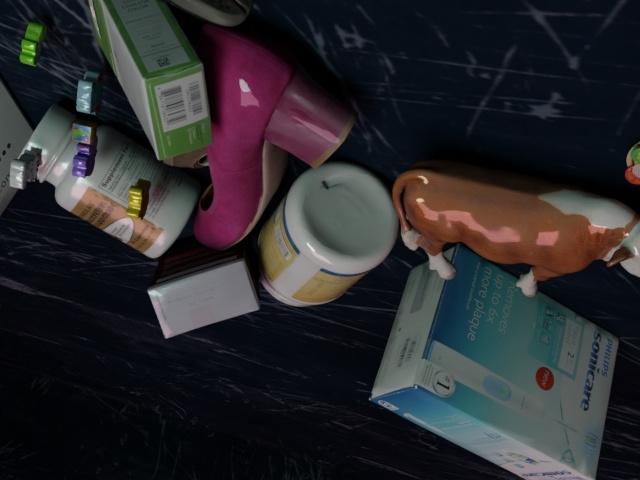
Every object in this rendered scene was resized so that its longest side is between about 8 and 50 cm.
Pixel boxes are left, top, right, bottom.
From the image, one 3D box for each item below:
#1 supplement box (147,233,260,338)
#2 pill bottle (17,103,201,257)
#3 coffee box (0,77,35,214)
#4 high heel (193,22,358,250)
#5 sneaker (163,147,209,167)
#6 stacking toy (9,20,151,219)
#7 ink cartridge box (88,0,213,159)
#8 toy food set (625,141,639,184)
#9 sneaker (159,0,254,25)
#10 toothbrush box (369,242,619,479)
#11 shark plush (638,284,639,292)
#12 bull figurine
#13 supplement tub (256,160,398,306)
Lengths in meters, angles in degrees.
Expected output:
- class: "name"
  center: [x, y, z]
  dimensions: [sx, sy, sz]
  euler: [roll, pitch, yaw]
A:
- class: "supplement box"
  center: [-0.156, 0.044, 1.064]
  dimensions: [0.130, 0.239, 0.073]
  euler: [-17, 106, 0]
- class: "pill bottle"
  center: [-0.295, -0.084, 1.064]
  dimensions: [0.229, 0.131, 0.131]
  euler: [33, 151, -20]
- class: "coffee box"
  center: [-0.650, -0.134, 1.006]
  dimensions: [0.338, 0.338, 0.334]
  euler: [15, 152, 14]
- class: "high heel"
  center: [-0.118, -0.113, 0.912]
  dimensions: [0.181, 0.127, 0.377]
  euler: [34, 143, -14]
- class: "sneaker"
  center: [-0.155, -0.147, 0.943]
  dimensions: [0.071, 0.066, 0.188]
  euler: [8, 160, -10]
- class: "stacking toy"
  center: [-0.281, -0.143, 0.932]
  dimensions: [0.166, 0.052, 0.221]
  euler: [14, 114, -1]
- class: "ink cartridge box"
  center: [-0.181, -0.196, 0.788]
  dimensions: [0.209, 0.062, 0.109]
  euler: [58, 160, 31]
- class: "toy food set"
  center: [0.340, -0.073, 0.745]
  dimensions: [0.082, 0.020, 0.083]
  euler: [4, 149, 31]
- class: "sneaker"
  center: [-0.171, -0.262, 0.709]
  dimensions: [0.227, 0.087, 0.130]
  euler: [26, 161, -14]
- class: "toothbrush box"
  center: [0.246, 0.177, 1.055]
  dimensions: [0.295, 0.216, 0.126]
  euler: [31, 152, -15]
- class: "shark plush"
  center: [0.454, 0.064, 0.912]
  dimensions: [0.067, 0.073, 0.161]
  euler: [15, 138, -31]
- class: "bull figurine"
  center: [0.229, -0.010, 0.852]
  dimensions: [0.310, 0.101, 0.188]
  euler: [19, 155, 5]
- class: "supplement tub"
  center: [0.000, 0.000, 0.988]
  dimensions: [0.144, 0.144, 0.200]
  euler: [27, 153, -9]
